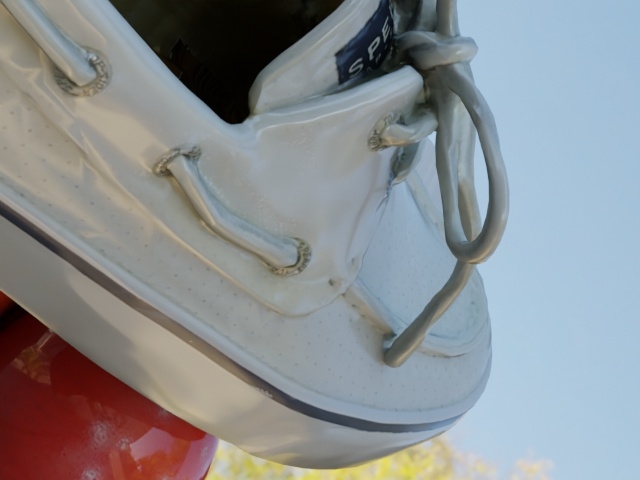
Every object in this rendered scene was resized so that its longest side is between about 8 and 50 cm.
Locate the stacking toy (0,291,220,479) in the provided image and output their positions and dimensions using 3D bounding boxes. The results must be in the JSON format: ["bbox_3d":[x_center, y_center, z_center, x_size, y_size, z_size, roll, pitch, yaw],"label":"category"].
[{"bbox_3d":[-0.163,-0.025,0.507,0.330,0.141,0.141,46,-27,10],"label":"stacking toy"}]

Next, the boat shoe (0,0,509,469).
[{"bbox_3d":[-0.012,-0.049,0.421,0.367,0.156,0.136,38,34,-44],"label":"boat shoe"}]

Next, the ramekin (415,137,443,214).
[{"bbox_3d":[0.000,-0.033,1.490,0.277,0.135,0.277,18,-42,17],"label":"ramekin"}]
